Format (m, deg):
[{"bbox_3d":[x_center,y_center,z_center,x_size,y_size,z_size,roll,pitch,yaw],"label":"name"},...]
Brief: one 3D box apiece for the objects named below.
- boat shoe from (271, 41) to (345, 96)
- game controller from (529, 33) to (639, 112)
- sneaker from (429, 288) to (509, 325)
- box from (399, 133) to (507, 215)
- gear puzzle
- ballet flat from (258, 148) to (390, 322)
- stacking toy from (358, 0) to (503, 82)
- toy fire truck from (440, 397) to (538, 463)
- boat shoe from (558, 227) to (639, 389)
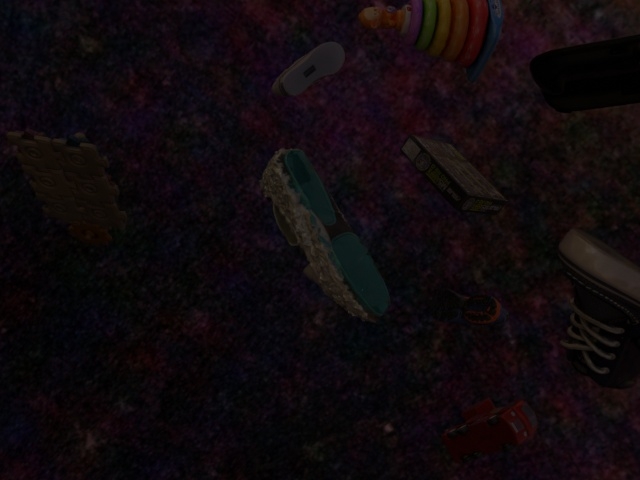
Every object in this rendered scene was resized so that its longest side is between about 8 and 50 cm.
[{"bbox_3d":[-0.037,-0.502,2.109,0.267,0.088,0.096,-46,119,-28],"label":"boat shoe"},{"bbox_3d":[0.431,-0.222,0.886,0.166,0.319,0.067,29,62,-58],"label":"game controller"},{"bbox_3d":[0.344,0.167,1.663,0.087,0.221,0.083,26,79,-34],"label":"sneaker"},{"bbox_3d":[0.379,-0.186,2.029,0.216,0.060,0.270,3,41,-48],"label":"box"},{"bbox_3d":[-0.450,-0.090,1.340,0.175,0.339,0.044,9,56,4],"label":"gear puzzle"},{"bbox_3d":[0.000,0.000,1.478,0.147,0.147,0.409,-15,73,-54],"label":"ballet flat"},{"bbox_3d":[0.231,-0.475,1.563,0.302,0.165,0.175,6,57,-9],"label":"stacking toy"},{"bbox_3d":[0.243,0.255,0.995,0.135,0.192,0.047,-23,78,-36],"label":"toy fire truck"},{"bbox_3d":[0.359,0.104,0.885,0.340,0.158,0.127,22,18,-43],"label":"boat shoe"}]
